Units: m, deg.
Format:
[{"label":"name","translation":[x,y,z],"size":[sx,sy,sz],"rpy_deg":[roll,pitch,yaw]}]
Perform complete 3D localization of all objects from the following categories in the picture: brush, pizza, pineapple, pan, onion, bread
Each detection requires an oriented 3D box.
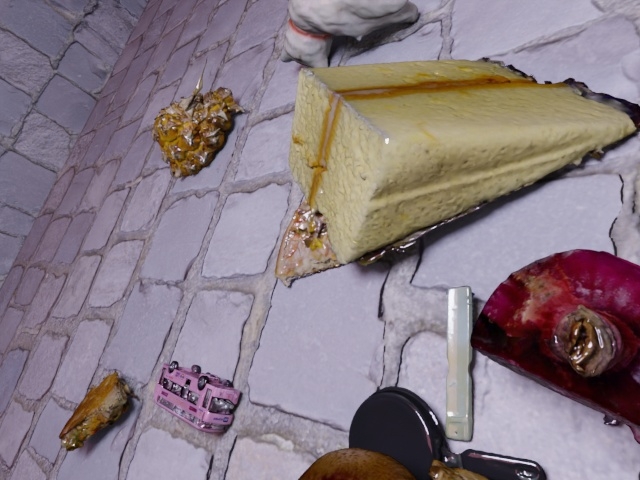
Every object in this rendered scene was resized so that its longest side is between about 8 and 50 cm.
[{"label":"brush","translation":[0.169,0.145,0.522],"size":[0.033,0.030,0.179],"rpy_deg":[-4,73,33]},{"label":"pizza","translation":[-0.477,0.367,0.955],"size":[0.226,0.069,0.147],"rpy_deg":[-37,24,15]},{"label":"pineapple","translation":[-0.351,-0.295,1.169],"size":[0.334,0.158,0.161],"rpy_deg":[-38,46,18]},{"label":"pan","translation":[0.125,0.242,0.491],"size":[0.235,0.028,0.136],"rpy_deg":[-9,69,39]},{"label":"onion","translation":[0.230,0.077,0.362],"size":[0.195,0.218,0.140],"rpy_deg":[34,91,40]},{"label":"bread","translation":[0.162,-0.145,0.676],"size":[0.404,0.242,0.346],"rpy_deg":[-5,42,-7]},{"label":"pizza","translation":[0.000,0.000,0.748],"size":[0.195,0.052,0.185],"rpy_deg":[9,75,45]}]

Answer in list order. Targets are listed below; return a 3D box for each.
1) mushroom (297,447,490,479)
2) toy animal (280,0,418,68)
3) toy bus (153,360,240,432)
[{"label":"mushroom","translation":[0.064,0.338,0.391],"size":[0.297,0.163,0.278],"rpy_deg":[32,91,41]},{"label":"toy animal","translation":[0.036,-0.457,0.930],"size":[0.307,0.266,0.188],"rpy_deg":[25,100,6]},{"label":"toy bus","translation":[-0.229,0.277,0.780],"size":[0.203,0.063,0.090],"rpy_deg":[-1,68,45]}]
